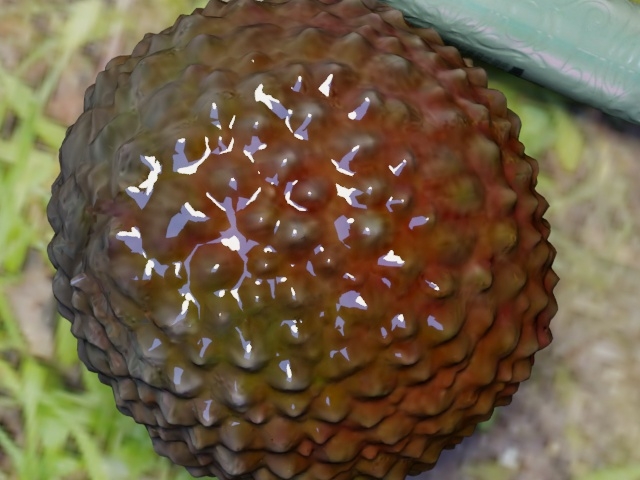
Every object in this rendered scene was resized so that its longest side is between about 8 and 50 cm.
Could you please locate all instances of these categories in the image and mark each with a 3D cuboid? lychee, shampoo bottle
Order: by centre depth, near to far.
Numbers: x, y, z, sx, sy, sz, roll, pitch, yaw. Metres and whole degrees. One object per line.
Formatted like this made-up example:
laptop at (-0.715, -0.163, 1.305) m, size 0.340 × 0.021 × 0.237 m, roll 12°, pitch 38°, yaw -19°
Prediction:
lychee at (0.000, 0.000, 0.644) m, size 0.165 × 0.197 × 0.165 m, roll 11°, pitch 105°, yaw 42°
shampoo bottle at (0.065, -0.078, 0.680) m, size 0.190 × 0.069 × 0.041 m, roll 24°, pitch 98°, yaw -3°
